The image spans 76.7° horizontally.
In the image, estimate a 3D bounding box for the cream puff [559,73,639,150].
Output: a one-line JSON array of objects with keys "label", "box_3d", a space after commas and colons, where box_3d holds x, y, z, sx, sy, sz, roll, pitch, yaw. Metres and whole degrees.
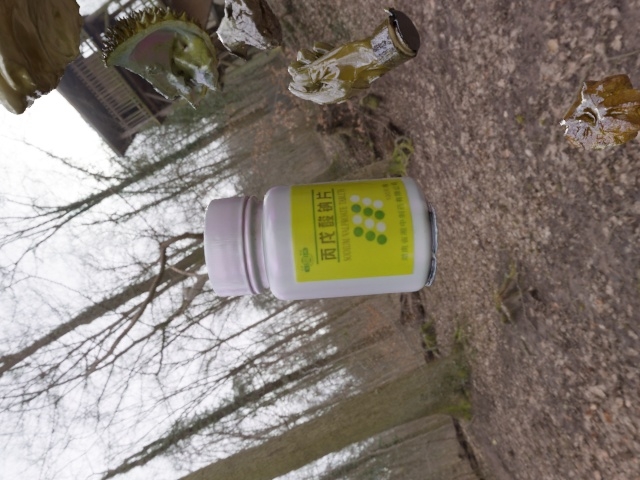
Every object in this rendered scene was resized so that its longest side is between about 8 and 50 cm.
[{"label": "cream puff", "box_3d": [0.896, -0.391, 1.287, 0.269, 0.155, 0.240, 110, 158, -61]}]

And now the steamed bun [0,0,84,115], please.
[{"label": "steamed bun", "box_3d": [-0.549, -0.388, 0.662, 0.247, 0.190, 0.427, 93, 163, -46]}]

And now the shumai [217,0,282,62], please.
[{"label": "shumai", "box_3d": [-0.218, -0.613, 1.169, 0.166, 0.176, 0.205, 14, -133, -59]}]

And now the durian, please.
[{"label": "durian", "box_3d": [-0.321, -0.396, 0.885, 0.306, 0.172, 0.166, 27, -120, -77]}]

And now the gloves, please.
[{"label": "gloves", "box_3d": [0.062, -0.404, 0.942, 0.141, 0.332, 0.154, 46, -131, -37]}]

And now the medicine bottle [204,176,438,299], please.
[{"label": "medicine bottle", "box_3d": [0.000, 0.000, 0.746, 0.213, 0.380, 0.213, -5, -90, -89]}]
